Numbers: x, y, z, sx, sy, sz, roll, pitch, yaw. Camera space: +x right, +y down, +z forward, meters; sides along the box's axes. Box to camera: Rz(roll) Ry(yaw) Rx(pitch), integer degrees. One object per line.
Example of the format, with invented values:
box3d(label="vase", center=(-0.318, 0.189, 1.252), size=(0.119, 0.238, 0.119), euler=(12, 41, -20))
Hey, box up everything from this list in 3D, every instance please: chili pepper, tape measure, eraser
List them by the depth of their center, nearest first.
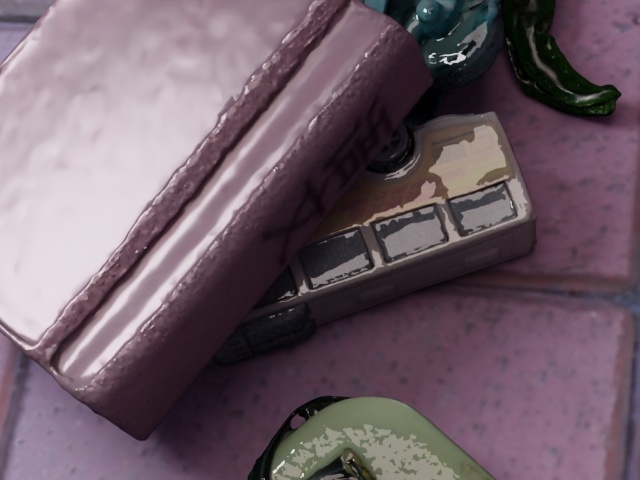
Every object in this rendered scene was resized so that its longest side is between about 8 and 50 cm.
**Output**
box3d(label="tape measure", center=(0.015, 0.232, 1.199), size=(0.235, 0.115, 0.207), euler=(-44, 66, -11))
box3d(label="eraser", center=(-0.129, -0.067, 1.252), size=(0.272, 0.122, 0.359), euler=(37, 82, 25))
box3d(label="chili pepper", center=(0.194, -0.176, 1.403), size=(0.073, 0.050, 0.182), euler=(-15, 64, -4))

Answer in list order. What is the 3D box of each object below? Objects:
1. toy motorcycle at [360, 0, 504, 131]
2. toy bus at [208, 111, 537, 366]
box3d(label="toy motorcycle", center=(0.067, -0.219, 1.405), size=(0.206, 0.154, 0.260), euler=(-17, 52, 28))
box3d(label="toy bus", center=(0.000, 0.000, 1.330), size=(0.342, 0.097, 0.138), euler=(-20, 68, 0))
